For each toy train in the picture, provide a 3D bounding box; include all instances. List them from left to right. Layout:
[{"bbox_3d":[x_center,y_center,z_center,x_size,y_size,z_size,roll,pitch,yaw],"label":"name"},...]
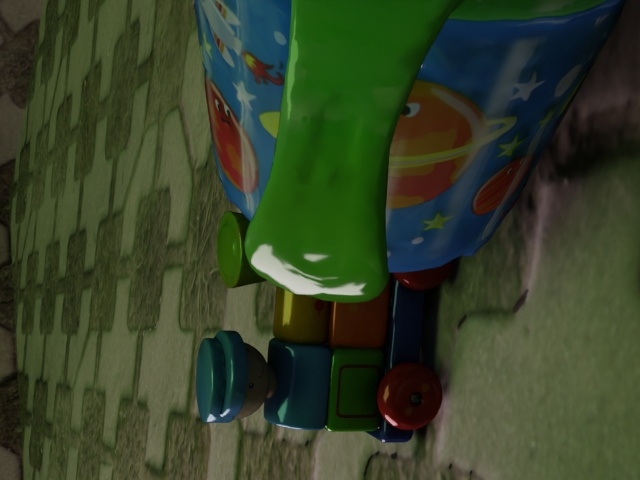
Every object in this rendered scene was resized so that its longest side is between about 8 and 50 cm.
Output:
[{"bbox_3d":[0.000,0.000,0.717,0.105,0.144,0.247,-167,81,-68],"label":"toy train"}]

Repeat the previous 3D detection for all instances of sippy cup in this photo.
[{"bbox_3d":[0.036,-0.111,0.564,0.240,0.306,0.224,42,144,28],"label":"sippy cup"}]
